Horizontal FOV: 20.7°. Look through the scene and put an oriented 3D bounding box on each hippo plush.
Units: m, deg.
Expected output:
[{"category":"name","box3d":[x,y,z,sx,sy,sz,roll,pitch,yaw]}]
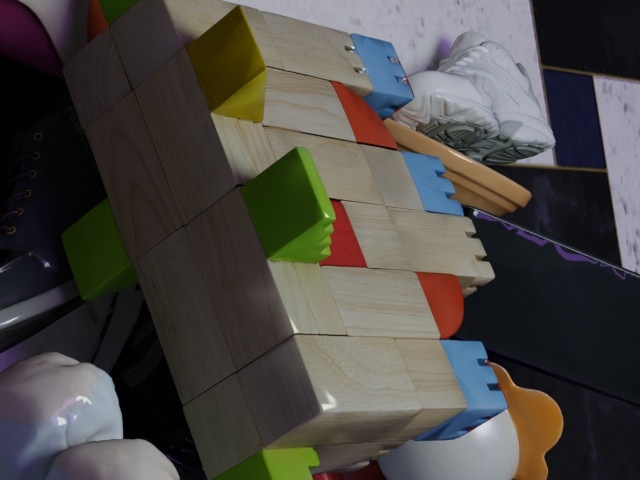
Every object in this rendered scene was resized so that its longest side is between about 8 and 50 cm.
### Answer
[{"category":"hippo plush","box3d":[-0.128,0.201,1.016,0.294,0.234,0.236,57,17,24]}]

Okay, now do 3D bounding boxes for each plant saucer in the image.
[{"category":"plant saucer","box3d":[0.073,-0.065,1.414,0.200,0.200,0.037,24,94,-47]}]

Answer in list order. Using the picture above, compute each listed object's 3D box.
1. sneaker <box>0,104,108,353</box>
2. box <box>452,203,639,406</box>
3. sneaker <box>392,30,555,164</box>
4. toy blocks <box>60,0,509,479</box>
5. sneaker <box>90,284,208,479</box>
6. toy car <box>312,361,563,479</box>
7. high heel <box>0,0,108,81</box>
[{"category":"sneaker","box3d":[-0.200,-0.002,1.138,0.222,0.083,0.118,-31,86,-44]},{"category":"box","box3d":[0.161,0.047,1.409,0.261,0.184,0.103,21,91,-27]},{"category":"sneaker","box3d":[0.126,-0.135,1.580,0.232,0.090,0.115,10,65,-60]},{"category":"toy blocks","box3d":[0.000,0.000,1.132,0.261,0.191,0.381,6,56,-51]},{"category":"sneaker","box3d":[-0.086,0.092,1.200,0.107,0.124,0.283,32,56,-43]},{"category":"toy car","box3d":[0.078,0.166,1.295,0.219,0.238,0.210,-37,109,-50]},{"category":"high heel","box3d":[-0.239,-0.189,1.105,0.377,0.181,0.127,33,71,-77]}]
